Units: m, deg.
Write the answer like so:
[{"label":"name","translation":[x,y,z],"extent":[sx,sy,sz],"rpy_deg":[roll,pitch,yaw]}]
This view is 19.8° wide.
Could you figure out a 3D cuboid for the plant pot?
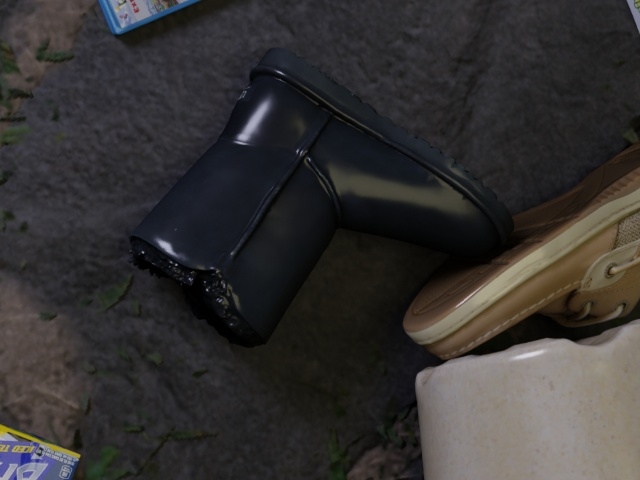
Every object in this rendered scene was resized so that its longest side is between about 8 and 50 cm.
[{"label":"plant pot","translation":[0.210,0.225,1.401],"extent":[0.333,0.334,0.305],"rpy_deg":[-9,84,-23]}]

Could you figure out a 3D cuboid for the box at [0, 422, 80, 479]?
[{"label":"box","translation":[-0.263,0.150,1.315],"extent":[0.169,0.054,0.059],"rpy_deg":[24,81,-21]}]

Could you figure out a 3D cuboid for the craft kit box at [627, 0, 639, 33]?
[{"label":"craft kit box","translation":[0.362,-0.280,1.580],"extent":[0.250,0.061,0.247],"rpy_deg":[-27,103,-21]}]

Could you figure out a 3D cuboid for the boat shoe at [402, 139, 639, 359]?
[{"label":"boat shoe","translation":[0.222,0.016,1.486],"extent":[0.341,0.121,0.110],"rpy_deg":[-31,102,-21]}]

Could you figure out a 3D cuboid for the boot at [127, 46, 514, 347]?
[{"label":"boot","translation":[0.000,0.000,1.396],"extent":[0.246,0.094,0.207],"rpy_deg":[35,74,-9]}]

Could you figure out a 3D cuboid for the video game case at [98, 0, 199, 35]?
[{"label":"video game case","translation":[-0.107,-0.242,1.398],"extent":[0.166,0.015,0.119],"rpy_deg":[-26,101,-21]}]
